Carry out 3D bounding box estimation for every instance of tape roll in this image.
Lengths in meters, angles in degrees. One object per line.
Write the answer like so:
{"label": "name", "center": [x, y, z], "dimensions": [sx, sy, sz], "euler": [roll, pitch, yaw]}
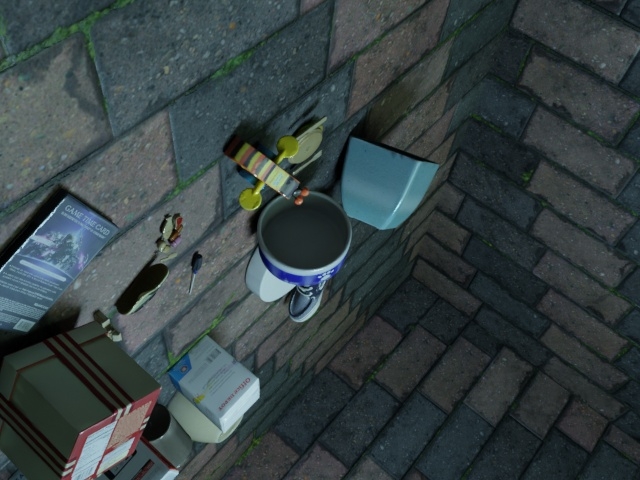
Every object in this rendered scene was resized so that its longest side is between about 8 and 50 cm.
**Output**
{"label": "tape roll", "center": [-0.090, 0.028, 2.103], "dimensions": [0.392, 0.072, 0.392], "euler": [-47, 162, -21]}

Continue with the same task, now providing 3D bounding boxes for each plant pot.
{"label": "plant pot", "center": [-0.381, 0.592, 2.243], "dimensions": [0.284, 0.191, 0.284], "euler": [-47, 161, -21]}
{"label": "plant pot", "center": [0.203, -0.176, 2.083], "dimensions": [0.247, 0.248, 0.252], "euler": [-11, 122, -65]}

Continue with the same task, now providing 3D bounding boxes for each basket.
{"label": "basket", "center": [-0.519, 0.618, 2.018], "dimensions": [0.204, 0.154, 0.227], "euler": [-13, 142, -13]}

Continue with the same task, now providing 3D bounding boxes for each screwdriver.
{"label": "screwdriver", "center": [-0.333, 0.096, 1.704], "dimensions": [0.024, 0.025, 0.170], "euler": [-37, 155, -41]}

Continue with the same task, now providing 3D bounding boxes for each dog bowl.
{"label": "dog bowl", "center": [-0.047, -0.008, 1.826], "dimensions": [0.265, 0.265, 0.104], "euler": [-45, 163, -24]}

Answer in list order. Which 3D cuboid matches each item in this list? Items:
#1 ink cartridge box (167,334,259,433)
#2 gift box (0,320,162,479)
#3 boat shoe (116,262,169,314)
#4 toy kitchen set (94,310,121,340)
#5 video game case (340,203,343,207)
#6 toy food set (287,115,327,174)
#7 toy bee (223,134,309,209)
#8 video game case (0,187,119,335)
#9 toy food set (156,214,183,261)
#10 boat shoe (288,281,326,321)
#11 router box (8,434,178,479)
{"label": "ink cartridge box", "center": [-0.332, 0.456, 2.037], "dimensions": [0.171, 0.233, 0.168], "euler": [-44, 160, -25]}
{"label": "gift box", "center": [-0.528, 0.350, 1.311], "dimensions": [0.276, 0.258, 0.255], "euler": [-59, 161, 22]}
{"label": "boat shoe", "center": [-0.412, 0.114, 1.504], "dimensions": [0.152, 0.056, 0.049], "euler": [-43, 167, -1]}
{"label": "toy kitchen set", "center": [-0.500, 0.220, 1.447], "dimensions": [0.075, 0.068, 0.083], "euler": [-40, 158, -35]}
{"label": "video game case", "center": [0.000, 0.000, 2.123], "dimensions": [0.212, 0.023, 0.193], "euler": [-44, 160, -30]}
{"label": "toy food set", "center": [-0.044, -0.264, 1.744], "dimensions": [0.132, 0.038, 0.192], "euler": [-39, 164, -19]}
{"label": "toy bee", "center": [-0.104, -0.164, 1.566], "dimensions": [0.298, 0.162, 0.195], "euler": [-17, 139, -61]}
{"label": "video game case", "center": [-0.509, 0.047, 1.175], "dimensions": [0.274, 0.026, 0.196], "euler": [-52, 162, -8]}
{"label": "toy food set", "center": [-0.346, -0.012, 1.483], "dimensions": [0.078, 0.019, 0.122], "euler": [-26, 140, -56]}
{"label": "boat shoe", "center": [-0.052, 0.150, 2.380], "dimensions": [0.158, 0.127, 0.340], "euler": [8, 109, -63]}
{"label": "router box", "center": [-0.579, 0.606, 1.597], "dimensions": [0.335, 0.301, 0.082], "euler": [-48, 161, -14]}
